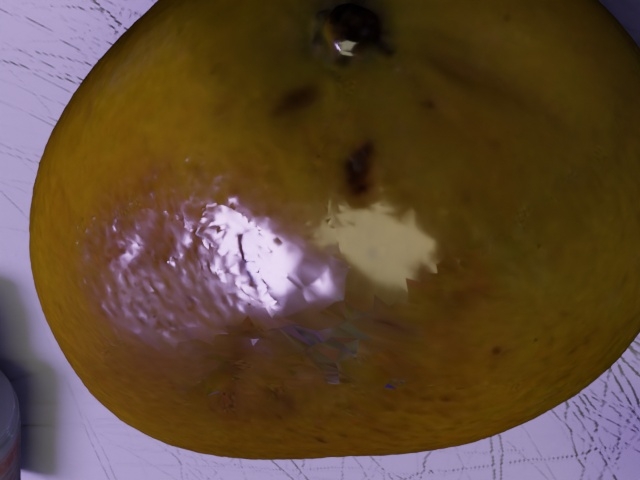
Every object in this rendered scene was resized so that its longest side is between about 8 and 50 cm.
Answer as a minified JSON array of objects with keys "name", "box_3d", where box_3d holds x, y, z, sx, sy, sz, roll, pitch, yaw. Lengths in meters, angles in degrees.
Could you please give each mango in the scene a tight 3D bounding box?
[{"name":"mango","box_3d":[0.000,0.000,0.947,0.301,0.220,0.445,24,152,-13]}]

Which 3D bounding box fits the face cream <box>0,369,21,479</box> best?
[{"name":"face cream","box_3d":[-0.271,0.138,1.324,0.101,0.101,0.252,19,142,5]}]
